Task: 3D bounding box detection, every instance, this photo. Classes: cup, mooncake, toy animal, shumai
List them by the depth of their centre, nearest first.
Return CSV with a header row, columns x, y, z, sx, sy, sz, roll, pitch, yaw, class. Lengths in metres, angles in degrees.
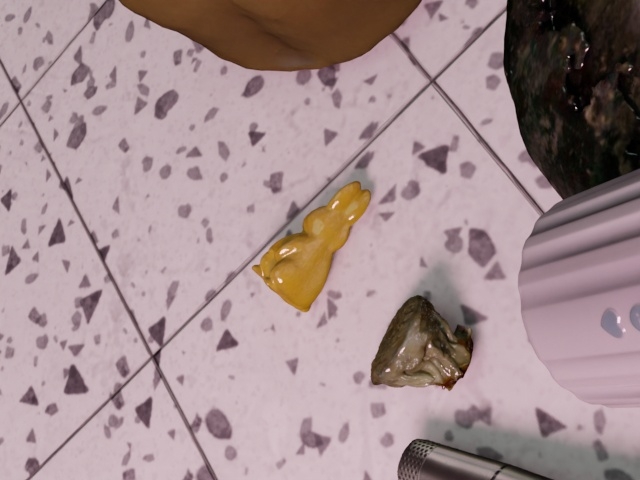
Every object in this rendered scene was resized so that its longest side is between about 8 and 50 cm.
x,y,z,sx,sy,sz,roll,pitch,yaw,class
0.239,0.047,0.604,0.202,0.167,0.221,-21,61,55,cup
0.110,0.116,1.035,0.087,0.124,0.099,26,71,-3,shumai
0.002,0.001,1.143,0.159,0.083,0.070,-53,29,0,toy animal
-0.055,-0.440,1.157,0.467,0.262,0.467,-8,75,29,mooncake

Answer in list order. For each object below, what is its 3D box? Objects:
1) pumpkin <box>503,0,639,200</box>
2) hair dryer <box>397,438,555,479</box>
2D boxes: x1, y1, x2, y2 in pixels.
x,y,z,sx,sy,sz,roll,pitch,yaw,class
0.357,-0.178,0.770,0.454,0.344,0.454,-5,82,41,pumpkin
0.221,0.336,0.919,0.320,0.155,0.284,-3,97,46,hair dryer
